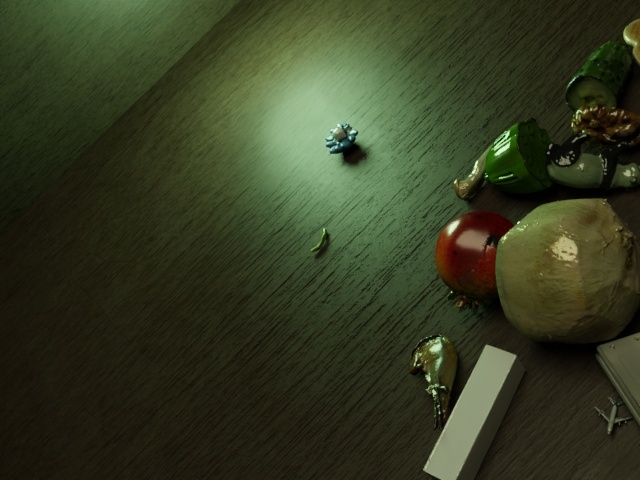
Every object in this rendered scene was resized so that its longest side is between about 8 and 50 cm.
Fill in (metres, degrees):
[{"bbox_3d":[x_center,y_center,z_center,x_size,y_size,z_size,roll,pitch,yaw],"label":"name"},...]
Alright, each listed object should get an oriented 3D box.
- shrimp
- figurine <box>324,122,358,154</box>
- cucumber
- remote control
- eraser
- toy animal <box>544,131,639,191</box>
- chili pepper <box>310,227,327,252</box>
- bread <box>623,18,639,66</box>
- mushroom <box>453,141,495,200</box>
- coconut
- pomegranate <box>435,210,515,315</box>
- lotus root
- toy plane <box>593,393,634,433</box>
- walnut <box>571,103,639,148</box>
[{"bbox_3d":[0.251,0.323,1.587,0.117,0.066,0.262,-28,29,35],"label":"shrimp"},{"bbox_3d":[0.058,-0.307,2.189,0.114,0.079,0.114,-13,54,19],"label":"figurine"},{"bbox_3d":[0.722,-0.428,1.803,0.134,0.134,0.244,12,52,40],"label":"cucumber"},{"bbox_3d":[0.629,0.300,1.330,0.102,0.056,0.277,-16,45,-4],"label":"remote control"},{"bbox_3d":[0.323,0.370,1.486,0.076,0.078,0.298,16,67,41],"label":"eraser"},{"bbox_3d":[0.637,-0.174,1.659,0.225,0.094,0.121,12,66,8],"label":"toy animal"},{"bbox_3d":[0.001,0.001,2.039,0.030,0.017,0.083,0,55,45],"label":"chili pepper"},{"bbox_3d":[0.910,-0.498,1.744,0.315,0.054,0.316,-11,52,15],"label":"bread"},{"bbox_3d":[0.419,-0.189,1.862,0.054,0.059,0.202,36,81,28],"label":"mushroom"},{"bbox_3d":[0.515,0.061,1.447,0.254,0.297,0.297,-3,56,37],"label":"coconut"},{"bbox_3d":[0.358,0.048,1.627,0.210,0.210,0.235,31,105,45],"label":"pomegranate"},{"bbox_3d":[0.474,-0.187,1.770,0.186,0.186,0.186,-18,49,22],"label":"lotus root"},{"bbox_3d":[0.565,0.339,1.381,0.077,0.024,0.084,11,57,26],"label":"toy plane"},{"bbox_3d":[0.674,-0.261,1.685,0.170,0.143,0.069,11,73,41],"label":"walnut"}]
